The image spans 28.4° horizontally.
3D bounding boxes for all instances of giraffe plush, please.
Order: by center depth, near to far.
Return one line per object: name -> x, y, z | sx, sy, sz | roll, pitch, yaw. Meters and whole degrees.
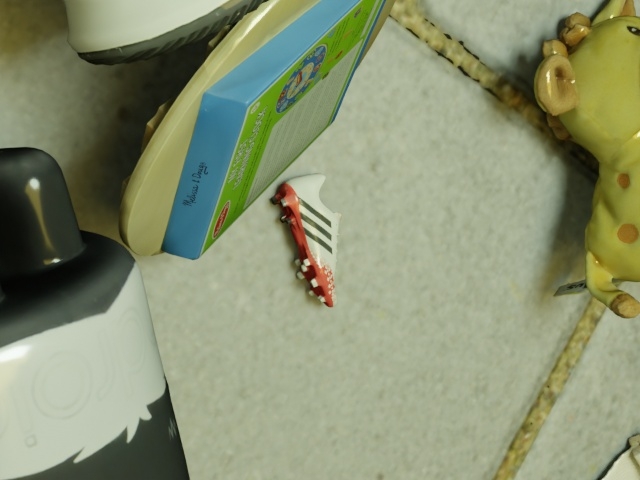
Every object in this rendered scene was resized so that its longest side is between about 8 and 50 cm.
giraffe plush -> 0.216, -0.071, 0.792 | 0.210, 0.181, 0.170 | -22, 104, 14

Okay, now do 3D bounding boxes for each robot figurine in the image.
robot figurine -> -0.156, 0.099, 0.598 | 0.209, 0.173, 0.278 | -18, 110, -22

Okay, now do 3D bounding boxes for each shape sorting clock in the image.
shape sorting clock -> -0.028, -0.074, 0.632 | 0.040, 0.206, 0.206 | 38, 80, 7

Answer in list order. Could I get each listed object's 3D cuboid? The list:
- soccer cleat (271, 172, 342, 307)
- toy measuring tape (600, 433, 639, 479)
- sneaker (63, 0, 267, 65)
soccer cleat -> 0.000, 0.000, 0.743 | 0.036, 0.029, 0.083 | -26, 109, -17
toy measuring tape -> 0.153, 0.270, 0.844 | 0.330, 0.121, 0.121 | -44, 119, -14
sneaker -> -0.004, -0.305, 0.563 | 0.447, 0.169, 0.257 | -46, 117, -26
